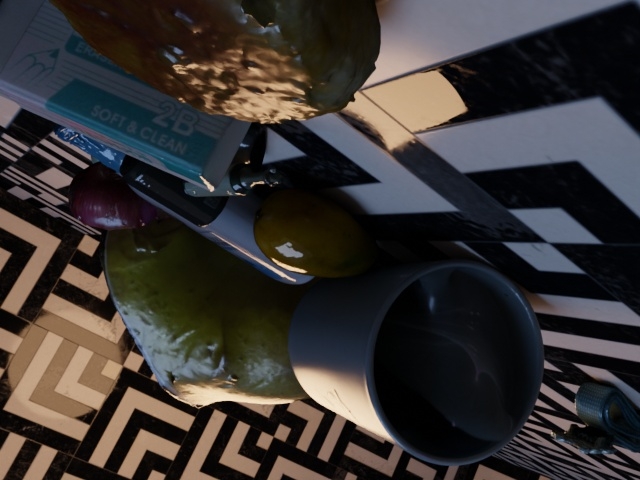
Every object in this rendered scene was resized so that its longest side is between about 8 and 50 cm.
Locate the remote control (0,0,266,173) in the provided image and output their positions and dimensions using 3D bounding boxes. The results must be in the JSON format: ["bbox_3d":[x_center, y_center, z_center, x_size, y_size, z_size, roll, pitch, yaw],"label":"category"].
[{"bbox_3d":[-0.227,-0.163,0.664,0.377,0.044,0.107,26,171,2],"label":"remote control"}]

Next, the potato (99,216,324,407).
[{"bbox_3d":[-0.108,0.081,1.098,0.295,0.290,0.397,-11,109,22],"label":"potato"}]

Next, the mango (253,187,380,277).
[{"bbox_3d":[-0.005,-0.002,0.759,0.111,0.090,0.163,22,177,29],"label":"mango"}]

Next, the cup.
[{"bbox_3d":[0.088,0.130,0.829,0.205,0.206,0.312,30,167,-16],"label":"cup"}]

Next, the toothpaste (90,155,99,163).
[{"bbox_3d":[-0.314,-0.104,1.062,0.067,0.037,0.255,22,169,-2],"label":"toothpaste"}]

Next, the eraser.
[{"bbox_3d":[-0.166,-0.129,0.568,0.225,0.096,0.052,24,170,8],"label":"eraser"}]

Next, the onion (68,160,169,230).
[{"bbox_3d":[-0.257,-0.088,0.904,0.150,0.150,0.140,17,122,35],"label":"onion"}]

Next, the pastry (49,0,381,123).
[{"bbox_3d":[-0.061,-0.133,0.363,0.182,0.093,0.192,19,164,20],"label":"pastry"}]

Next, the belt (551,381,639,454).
[{"bbox_3d":[0.409,0.268,0.981,0.179,0.100,0.065,33,169,-36],"label":"belt"}]

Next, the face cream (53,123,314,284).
[{"bbox_3d":[-0.148,-0.058,0.817,0.336,0.080,0.163,34,174,-32],"label":"face cream"}]

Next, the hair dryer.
[{"bbox_3d":[-0.099,-0.059,0.634,0.100,0.057,0.197,33,160,-36],"label":"hair dryer"}]
